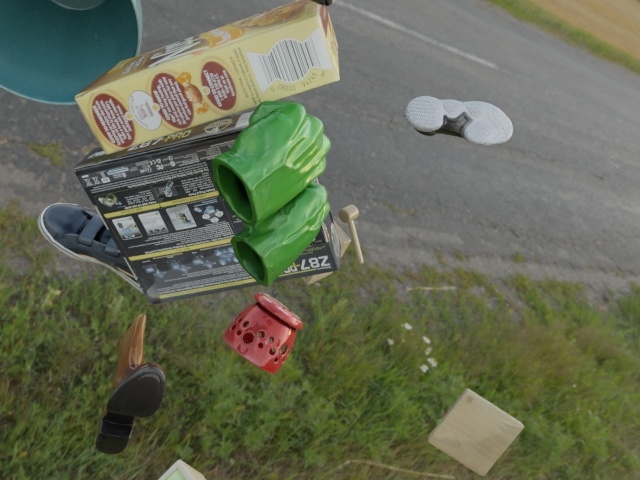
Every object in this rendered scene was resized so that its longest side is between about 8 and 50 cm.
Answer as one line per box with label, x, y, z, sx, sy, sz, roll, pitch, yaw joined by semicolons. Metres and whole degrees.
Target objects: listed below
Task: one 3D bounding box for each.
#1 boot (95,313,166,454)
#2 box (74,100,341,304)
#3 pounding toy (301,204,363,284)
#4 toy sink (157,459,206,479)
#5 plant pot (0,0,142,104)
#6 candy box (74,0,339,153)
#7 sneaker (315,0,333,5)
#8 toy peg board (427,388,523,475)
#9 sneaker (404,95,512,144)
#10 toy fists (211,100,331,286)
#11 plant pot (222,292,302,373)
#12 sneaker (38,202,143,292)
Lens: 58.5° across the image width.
boot;-0.387;0.267;1.224;0.096;0.264;0.280;16;33;-18
box;-0.190;-0.053;1.043;0.395;0.318;0.097;-12;32;12
pounding toy;0.008;0.003;1.284;0.094;0.206;0.181;-22;62;-40
toy sink;-0.361;0.672;1.354;0.234;0.131;0.153;-43;46;-13
plant pot;-0.414;-0.389;0.890;0.291;0.290;0.195;18;42;-21
candy box;-0.136;-0.227;0.760;0.317;0.087;0.182;-15;29;9
sneaker;-0.011;-0.331;0.592;0.086;0.132;0.228;19;24;-24
toy peg board;0.365;0.445;1.374;0.161;0.160;0.079;33;11;-4
sneaker;0.344;-0.306;1.461;0.269;0.101;0.153;12;9;0
toy fists;-0.056;-0.061;0.745;0.096;0.279;0.142;38;64;24
plant pot;-0.154;0.259;1.630;0.191;0.174;0.191;36;-4;3
sneaker;-0.457;0.001;1.274;0.321;0.127;0.126;32;51;-20
